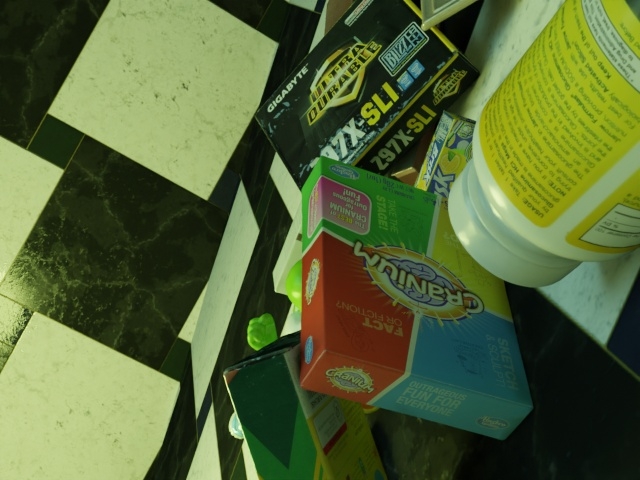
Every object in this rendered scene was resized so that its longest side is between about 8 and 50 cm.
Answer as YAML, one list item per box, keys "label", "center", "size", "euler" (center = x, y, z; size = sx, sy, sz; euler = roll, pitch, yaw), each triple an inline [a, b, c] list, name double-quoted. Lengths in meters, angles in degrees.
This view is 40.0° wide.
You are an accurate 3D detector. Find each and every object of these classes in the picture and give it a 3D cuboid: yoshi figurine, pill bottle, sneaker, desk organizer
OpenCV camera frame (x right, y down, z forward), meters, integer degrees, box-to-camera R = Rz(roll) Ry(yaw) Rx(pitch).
- label: "yoshi figurine"
  center: [0.000, 0.135, 1.430]
  size: [0.203, 0.203, 0.362]
  euler: [-54, 16, 11]
- label: "pill bottle"
  center: [0.245, -0.102, 0.728]
  size: [0.334, 0.187, 0.188]
  euler: [125, 156, -50]
- label: "sneaker"
  center: [-0.162, 0.375, 2.034]
  size: [0.073, 0.063, 0.162]
  euler: [-30, 48, 45]
- label: "desk organizer"
  center: [0.158, -0.146, 1.363]
  size: [0.047, 0.050, 0.130]
  euler: [-18, 46, 49]

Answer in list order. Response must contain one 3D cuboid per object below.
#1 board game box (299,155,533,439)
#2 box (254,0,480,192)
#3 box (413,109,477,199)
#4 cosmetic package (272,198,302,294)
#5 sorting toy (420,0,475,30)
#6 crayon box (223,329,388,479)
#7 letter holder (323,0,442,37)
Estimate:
- label: "board game box"
  center: [0.098, 0.056, 1.006]
  size: [0.317, 0.242, 0.064]
  euler: [-92, 25, -48]
- label: "box"
  center: [0.062, -0.229, 1.391]
  size: [0.322, 0.079, 0.257]
  euler: [-46, 49, 17]
- label: "box"
  center: [0.174, -0.091, 1.234]
  size: [0.054, 0.059, 0.169]
  euler: [-108, 37, -67]
- label: "cosmetic package"
  center: [0.000, 0.000, 1.677]
  size: [0.085, 0.117, 0.231]
  euler: [-104, 32, -65]
- label: "sorting toy"
  center: [0.230, -0.407, 1.283]
  size: [0.193, 0.038, 0.208]
  euler: [-26, 40, 31]
- label: "crayon box"
  center: [0.008, 0.264, 0.985]
  size: [0.202, 0.081, 0.319]
  euler: [-12, -97, -75]
- label: "letter holder"
  center: [0.112, -0.392, 1.609]
  size: [0.214, 0.152, 0.302]
  euler: [125, 156, -47]
